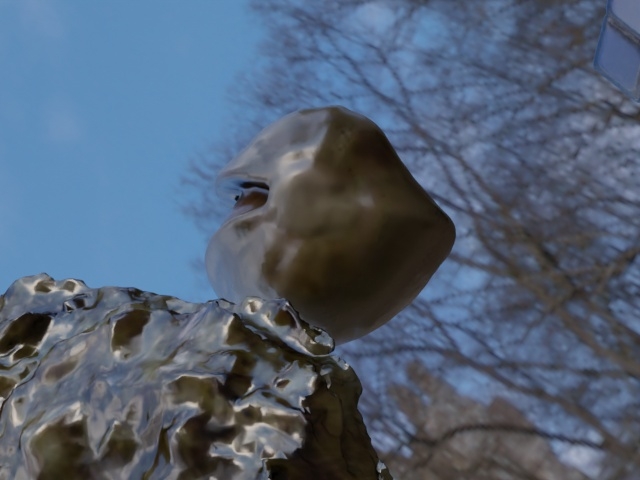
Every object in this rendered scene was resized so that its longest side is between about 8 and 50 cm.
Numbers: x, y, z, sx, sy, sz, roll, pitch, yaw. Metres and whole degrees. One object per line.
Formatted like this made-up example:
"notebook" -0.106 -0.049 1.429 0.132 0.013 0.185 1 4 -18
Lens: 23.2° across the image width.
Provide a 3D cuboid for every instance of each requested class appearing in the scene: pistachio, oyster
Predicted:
"pistachio" 0.000 0.000 0.865 0.131 0.206 0.130 16 -103 -6
"oyster" -0.072 0.119 0.700 0.111 0.396 0.204 7 -79 -48

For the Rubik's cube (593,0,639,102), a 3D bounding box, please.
"Rubik's cube" 0.416 -0.205 1.149 0.292 0.293 0.287 -25 -37 -25
